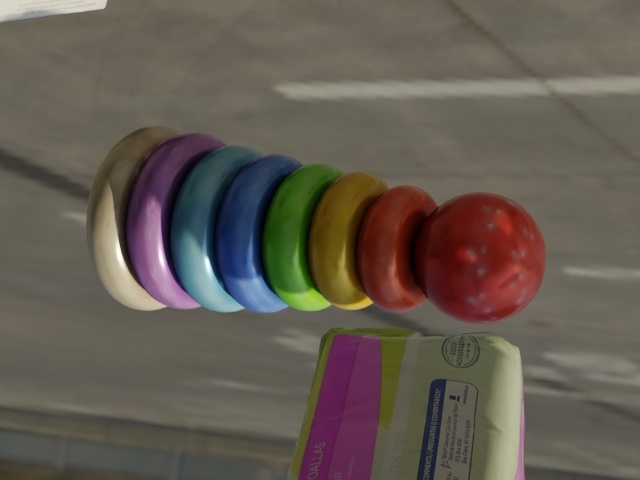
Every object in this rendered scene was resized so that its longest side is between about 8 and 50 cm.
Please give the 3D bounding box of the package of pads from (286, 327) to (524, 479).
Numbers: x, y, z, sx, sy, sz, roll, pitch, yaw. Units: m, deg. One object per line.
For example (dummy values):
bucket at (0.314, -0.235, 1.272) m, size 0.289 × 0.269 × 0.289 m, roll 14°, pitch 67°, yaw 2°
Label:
package of pads at (0.039, 0.210, 0.729) m, size 0.101 × 0.296 × 0.229 m, roll 0°, pitch -151°, yaw 9°

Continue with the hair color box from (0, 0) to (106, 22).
hair color box at (-0.248, -0.381, 1.547) m, size 0.110 × 0.338 × 0.185 m, roll 35°, pitch -152°, yaw 22°

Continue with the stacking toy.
stacking toy at (0.000, 0.000, 1.166) m, size 0.330 × 0.141 × 0.141 m, roll 8°, pitch 172°, yaw 31°
